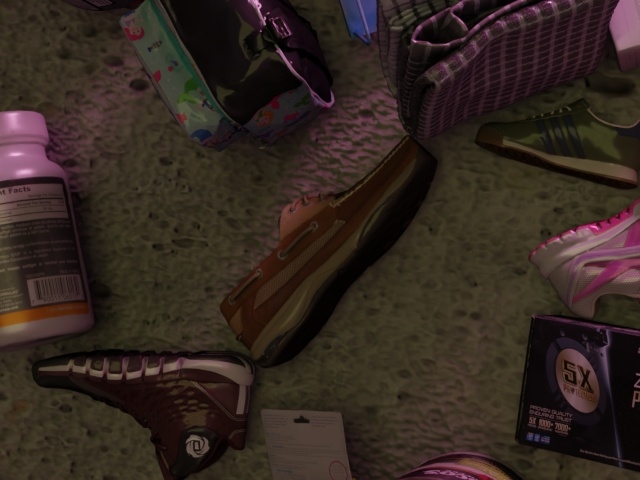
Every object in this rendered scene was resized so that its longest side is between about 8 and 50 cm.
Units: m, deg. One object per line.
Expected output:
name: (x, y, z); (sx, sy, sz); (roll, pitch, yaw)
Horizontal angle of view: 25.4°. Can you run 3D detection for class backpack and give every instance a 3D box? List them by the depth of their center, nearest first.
backpack: (-0.096, -0.215, 1.633); (0.191, 0.253, 0.225); (-34, 81, 15)

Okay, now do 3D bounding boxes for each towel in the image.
towel: (0.187, -0.215, 1.518); (0.235, 0.283, 0.121); (-20, 79, -1)

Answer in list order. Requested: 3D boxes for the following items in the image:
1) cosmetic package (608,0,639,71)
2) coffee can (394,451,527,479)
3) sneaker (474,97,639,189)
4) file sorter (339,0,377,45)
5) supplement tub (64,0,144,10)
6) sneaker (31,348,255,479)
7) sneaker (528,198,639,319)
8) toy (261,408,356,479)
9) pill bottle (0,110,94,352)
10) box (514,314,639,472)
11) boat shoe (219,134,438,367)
cosmetic package: (0.411, -0.330, 1.564); (0.225, 0.138, 0.224); (-15, 84, 12)
coffee can: (0.136, 0.341, 1.533); (0.202, 0.275, 0.201); (-1, 87, 14)
sneaker: (0.281, -0.124, 1.630); (0.192, 0.064, 0.086); (17, 84, 15)
file sorter: (0.107, -0.303, 1.616); (0.170, 0.104, 0.118); (-19, 111, -4)
supplement tub: (-0.286, -0.379, 1.656); (0.194, 0.316, 0.193); (0, 88, 14)
sneaker: (-0.218, 0.216, 1.723); (0.281, 0.106, 0.162); (0, 90, 14)
sneaker: (0.367, 0.009, 1.585); (0.252, 0.103, 0.111); (-26, 85, 19)
toy: (0.010, 0.310, 1.670); (0.137, 0.056, 0.237); (-5, 94, 45)
pill bottle: (-0.379, -0.008, 1.744); (0.162, 0.162, 0.278); (-14, 84, 14)
box: (0.318, 0.167, 1.565); (0.180, 0.077, 0.147); (10, 94, 33)
boat shoe: (0.000, 0.000, 1.667); (0.120, 0.122, 0.324); (42, 97, 16)
